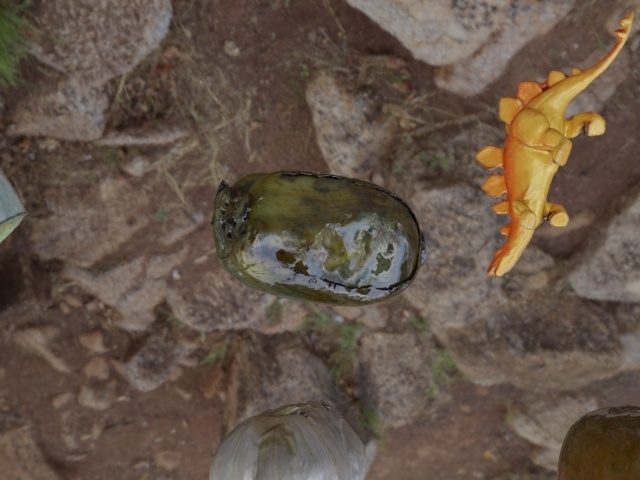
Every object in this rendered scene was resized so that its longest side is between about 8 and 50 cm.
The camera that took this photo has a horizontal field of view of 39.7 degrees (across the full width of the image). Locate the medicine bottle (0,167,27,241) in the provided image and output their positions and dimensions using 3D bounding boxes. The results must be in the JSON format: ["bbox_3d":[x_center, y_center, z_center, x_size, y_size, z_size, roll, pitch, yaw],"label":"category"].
[{"bbox_3d":[-0.313,-0.033,0.644,0.147,0.143,0.147,-37,-174,4],"label":"medicine bottle"}]

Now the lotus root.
[{"bbox_3d":[0.000,0.000,1.068,0.275,0.160,0.152,8,162,-31],"label":"lotus root"}]

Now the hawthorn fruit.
[{"bbox_3d":[0.447,0.371,1.190,0.268,0.268,0.300,35,69,-51],"label":"hawthorn fruit"}]

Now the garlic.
[{"bbox_3d":[-0.044,0.303,1.218,0.228,0.152,0.228,-17,-178,1],"label":"garlic"}]

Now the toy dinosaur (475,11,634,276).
[{"bbox_3d":[0.217,-0.100,0.892,0.070,0.117,0.288,16,97,-38],"label":"toy dinosaur"}]
